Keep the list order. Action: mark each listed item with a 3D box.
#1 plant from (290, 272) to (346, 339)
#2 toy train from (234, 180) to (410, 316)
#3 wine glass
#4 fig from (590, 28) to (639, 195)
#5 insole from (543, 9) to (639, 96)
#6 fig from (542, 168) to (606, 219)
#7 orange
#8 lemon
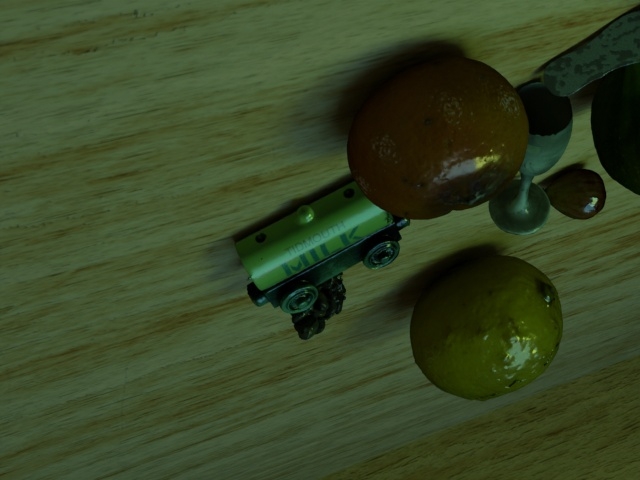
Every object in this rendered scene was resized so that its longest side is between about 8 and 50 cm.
[{"bbox_3d":[-0.004,0.087,1.671,0.087,0.085,0.174,-39,-171,28],"label":"plant"},{"bbox_3d":[0.000,0.000,1.553,0.253,0.105,0.157,-27,143,2],"label":"toy train"},{"bbox_3d":[0.289,-0.037,1.588,0.096,0.264,0.309,8,157,7],"label":"wine glass"},{"bbox_3d":[0.462,-0.194,1.528,0.203,0.203,0.235,-27,136,0],"label":"fig"},{"bbox_3d":[0.382,-0.249,1.463,0.193,0.065,0.006,-29,-172,12],"label":"insole"},{"bbox_3d":[0.404,-0.077,1.847,0.125,0.089,0.089,0,150,-14],"label":"fig"},{"bbox_3d":[0.142,-0.114,1.347,0.224,0.170,0.224,-22,155,-11],"label":"orange"},{"bbox_3d":[0.295,0.156,2.002,0.284,0.260,0.260,-48,152,13],"label":"lemon"}]
